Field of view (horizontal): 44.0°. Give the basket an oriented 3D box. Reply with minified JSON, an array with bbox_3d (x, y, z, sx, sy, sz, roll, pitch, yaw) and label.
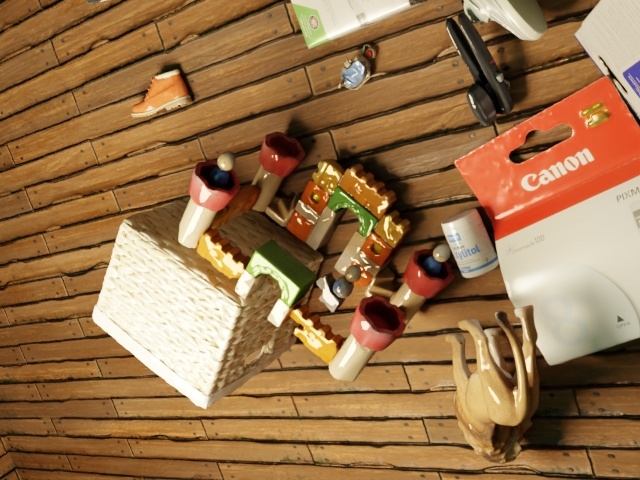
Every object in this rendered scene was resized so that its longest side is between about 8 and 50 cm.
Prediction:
[{"bbox_3d":[-0.225,0.096,1.619,0.331,0.328,0.267,33,121,20],"label":"basket"}]

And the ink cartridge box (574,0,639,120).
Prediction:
[{"bbox_3d":[0.437,-0.259,1.023,0.069,0.371,0.176,-36,87,4],"label":"ink cartridge box"}]

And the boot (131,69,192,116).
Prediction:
[{"bbox_3d":[-0.348,-0.312,1.694,0.157,0.059,0.085,-14,99,29],"label":"boot"}]

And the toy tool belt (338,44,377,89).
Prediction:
[{"bbox_3d":[0.065,-0.306,1.409,0.052,0.051,0.083,46,128,9],"label":"toy tool belt"}]

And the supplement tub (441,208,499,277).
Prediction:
[{"bbox_3d":[0.264,0.005,1.397,0.071,0.071,0.107,-20,99,39],"label":"supplement tub"}]

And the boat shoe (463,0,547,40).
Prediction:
[{"bbox_3d":[0.257,-0.383,1.233,0.228,0.079,0.081,51,136,12],"label":"boat shoe"}]

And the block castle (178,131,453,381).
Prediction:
[{"bbox_3d":[0.000,0.000,1.430,0.453,0.303,0.213,40,126,13],"label":"block castle"}]

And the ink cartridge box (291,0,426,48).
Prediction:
[{"bbox_3d":[0.057,-0.438,1.329,0.219,0.092,0.160,-12,104,37],"label":"ink cartridge box"}]

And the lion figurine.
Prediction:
[{"bbox_3d":[0.301,0.258,1.350,0.142,0.392,0.240,-9,74,5],"label":"lion figurine"}]

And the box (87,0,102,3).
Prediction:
[{"bbox_3d":[-0.303,-0.493,1.473,0.175,0.220,0.051,2,114,35],"label":"box"}]

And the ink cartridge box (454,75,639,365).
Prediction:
[{"bbox_3d":[0.414,-0.017,1.266,0.308,0.091,0.385,-29,96,40],"label":"ink cartridge box"}]

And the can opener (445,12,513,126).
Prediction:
[{"bbox_3d":[0.255,-0.276,1.262,0.059,0.073,0.186,-6,121,40],"label":"can opener"}]
